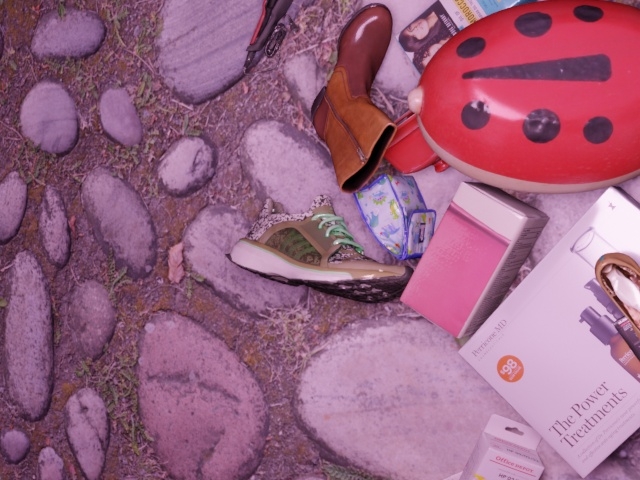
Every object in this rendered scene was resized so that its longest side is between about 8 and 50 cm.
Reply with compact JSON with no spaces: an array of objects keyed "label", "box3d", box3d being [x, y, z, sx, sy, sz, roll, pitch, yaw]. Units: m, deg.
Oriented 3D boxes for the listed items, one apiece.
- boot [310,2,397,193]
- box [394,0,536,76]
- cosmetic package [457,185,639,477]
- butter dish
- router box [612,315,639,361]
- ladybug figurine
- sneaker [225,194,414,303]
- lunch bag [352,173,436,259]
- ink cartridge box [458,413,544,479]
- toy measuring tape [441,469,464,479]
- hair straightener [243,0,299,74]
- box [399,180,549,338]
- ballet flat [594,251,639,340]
[{"label":"boot","box3d":[0.072,-0.253,1.386,0.264,0.096,0.280,-54,27,21]},{"label":"box","box3d":[0.254,-0.388,1.388,0.244,0.060,0.100,-37,75,25]},{"label":"cosmetic package","box3d":[0.450,0.145,1.290,0.284,0.097,0.377,46,112,21]},{"label":"butter dish","box3d":[0.184,-0.171,1.407,0.160,0.160,0.118,-33,101,28]},{"label":"router box","box3d":[0.508,0.127,1.181,0.122,0.038,0.092,-38,75,23]},{"label":"ladybug figurine","box3d":[0.356,-0.227,1.208,0.449,0.162,0.305,-6,81,6]},{"label":"sneaker","box3d":[0.000,0.000,1.493,0.410,0.158,0.182,11,81,37]},{"label":"lunch bag","box3d":[0.142,-0.038,1.431,0.096,0.129,0.151,-27,79,28]},{"label":"ink cartridge box","box3d":[0.308,0.401,1.378,0.104,0.061,0.181,20,104,-4]},{"label":"toy measuring tape","box3d":[0.141,0.493,1.470,0.330,0.121,0.121,-30,78,27]},{"label":"hair straightener","box3d":[-0.089,-0.424,1.585,0.089,0.047,0.230,37,110,23]},{"label":"box","box3d":[0.259,0.030,1.358,0.127,0.148,0.232,33,107,25]},{"label":"ballet flat","box3d":[0.470,0.114,1.136,0.080,0.073,0.232,-47,71,19]}]
